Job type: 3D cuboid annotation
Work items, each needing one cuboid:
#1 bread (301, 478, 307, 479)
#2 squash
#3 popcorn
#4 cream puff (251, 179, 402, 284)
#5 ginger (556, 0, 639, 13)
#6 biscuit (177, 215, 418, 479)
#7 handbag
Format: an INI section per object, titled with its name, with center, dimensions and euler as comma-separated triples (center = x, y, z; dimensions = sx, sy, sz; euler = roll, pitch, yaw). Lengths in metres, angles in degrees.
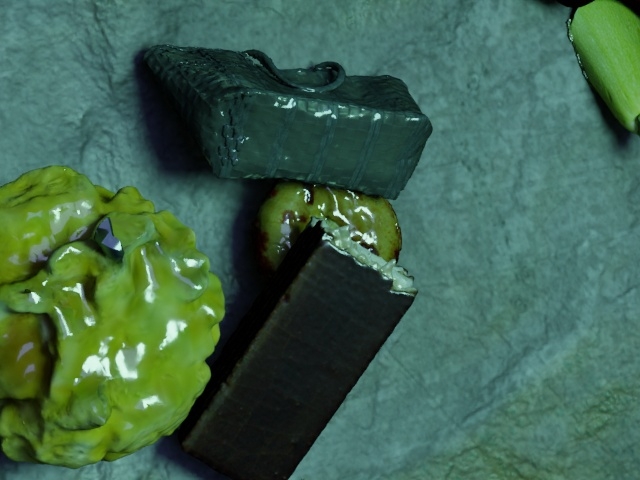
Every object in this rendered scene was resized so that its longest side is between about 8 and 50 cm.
[bread]
center = -0.020, 0.273, 1.388
dimensions = 0.043, 0.062, 0.109
euler = 29, 30, -19
[squash]
center = 0.321, -0.164, 1.590
dimensions = 0.090, 0.075, 0.200
euler = 11, 55, -40
[popcorn]
center = -0.196, 0.061, 1.251
dimensions = 0.249, 0.225, 0.249
euler = 7, 77, -32
[cream puff]
center = 0.000, 0.000, 1.419
dimensions = 0.149, 0.084, 0.149
euler = 6, 75, -23
[ginger]
center = 0.325, -0.439, 1.541
dimensions = 0.358, 0.211, 0.413
euler = 2, 72, -20
[biscuit]
center = -0.021, 0.100, 1.344
dimensions = 0.106, 0.070, 0.252
euler = 31, 101, -15
[handbag]
center = -0.020, -0.122, 1.397
dimensions = 0.270, 0.175, 0.088
euler = 6, 118, -23
